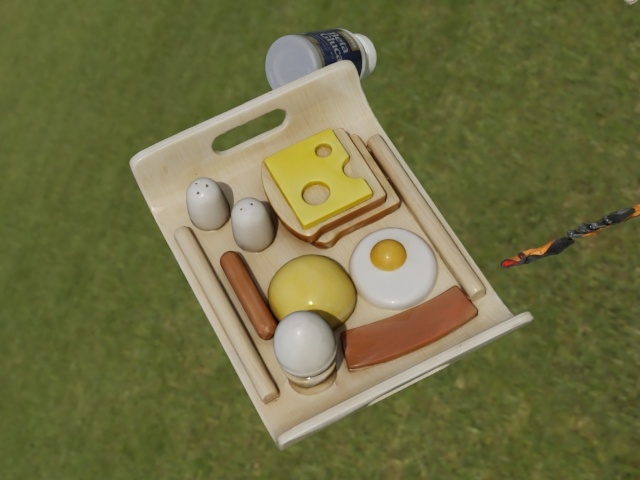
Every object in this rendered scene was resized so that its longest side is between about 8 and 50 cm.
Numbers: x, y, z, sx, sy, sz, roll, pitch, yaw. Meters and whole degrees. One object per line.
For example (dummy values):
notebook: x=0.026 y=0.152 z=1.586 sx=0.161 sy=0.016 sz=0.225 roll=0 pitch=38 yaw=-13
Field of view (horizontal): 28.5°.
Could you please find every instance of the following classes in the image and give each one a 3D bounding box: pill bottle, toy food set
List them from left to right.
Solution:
toy food set: x=0.000 y=0.000 z=1.033 sx=0.306 sy=0.220 sz=0.092 roll=59 pitch=170 yaw=30
pill bottle: x=0.006 y=-0.255 z=1.808 sx=0.094 sy=0.169 sz=0.094 roll=11 pitch=109 yaw=34

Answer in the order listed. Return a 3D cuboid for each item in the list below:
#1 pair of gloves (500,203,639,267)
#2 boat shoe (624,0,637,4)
pair of gloves: x=0.160 y=-0.001 z=0.796 sx=0.083 sy=0.074 sz=0.010 roll=-27 pitch=82 yaw=35
boat shoe: x=0.319 y=-0.267 z=1.272 sx=0.063 sy=0.170 sz=0.059 roll=-68 pitch=-15 yaw=-74
